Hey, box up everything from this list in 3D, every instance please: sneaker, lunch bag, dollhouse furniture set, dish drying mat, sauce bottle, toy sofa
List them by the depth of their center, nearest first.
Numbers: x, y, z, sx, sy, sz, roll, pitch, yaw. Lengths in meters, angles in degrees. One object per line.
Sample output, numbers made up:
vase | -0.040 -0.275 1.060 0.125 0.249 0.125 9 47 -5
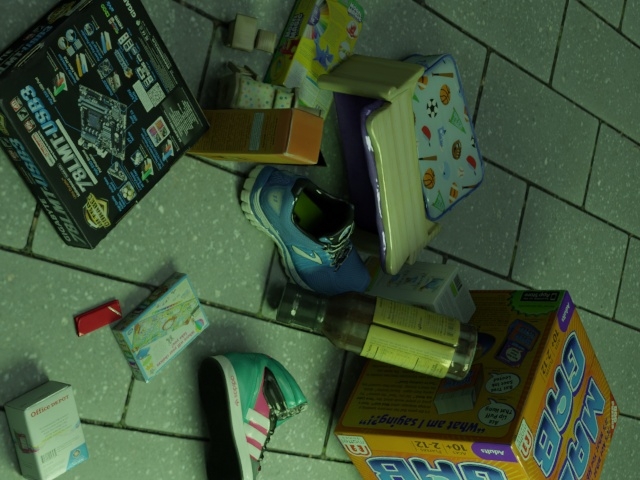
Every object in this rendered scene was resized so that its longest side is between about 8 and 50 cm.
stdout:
dish drying mat | -0.335 0.117 1.877 0.083 0.008 0.032 -25 114 -44
dollhouse furniture set | -0.061 -0.270 2.009 0.181 0.101 0.161 10 87 -22
sneaker | -0.102 0.320 2.092 0.178 0.123 0.296 -13 104 -37
sneaker | 0.000 0.000 2.135 0.330 0.147 0.130 48 60 -41
sauce bottle | 0.096 0.149 2.153 0.111 0.344 0.111 -162 -90 -89
toy sofa | 0.093 -0.128 2.175 0.177 0.150 0.363 -43 136 -38
lunch bag | 0.201 -0.194 2.363 0.243 0.115 0.303 -39 122 -41

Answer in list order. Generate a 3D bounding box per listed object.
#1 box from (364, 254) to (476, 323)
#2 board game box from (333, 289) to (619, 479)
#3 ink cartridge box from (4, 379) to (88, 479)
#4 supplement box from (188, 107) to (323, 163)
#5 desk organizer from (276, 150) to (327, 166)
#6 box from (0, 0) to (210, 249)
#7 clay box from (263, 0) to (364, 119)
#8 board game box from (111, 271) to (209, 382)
box | 0.165 0.110 2.293 0.103 0.203 0.114 -52 133 -32
board game box | 0.304 0.339 2.326 0.356 0.356 0.356 60 43 -35
ink cartridge box | -0.396 0.276 1.798 0.088 0.052 0.123 -27 116 -44
supplement box | -0.108 -0.162 1.925 0.078 0.233 0.080 13 82 -48
desk organizer | -0.046 -0.152 2.133 0.130 0.050 0.047 0 95 -48
box | -0.326 -0.190 1.797 0.293 0.073 0.296 -51 130 -30
clay box | -0.007 -0.336 2.150 0.127 0.053 0.222 37 68 -45
board game box | -0.251 0.136 1.961 0.154 0.026 0.103 -44 125 -36
